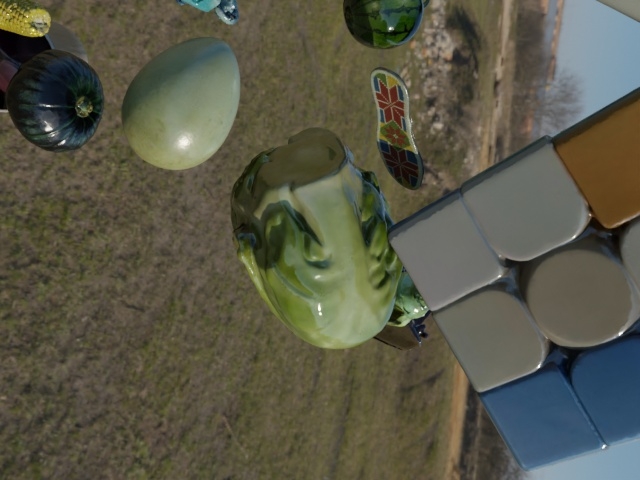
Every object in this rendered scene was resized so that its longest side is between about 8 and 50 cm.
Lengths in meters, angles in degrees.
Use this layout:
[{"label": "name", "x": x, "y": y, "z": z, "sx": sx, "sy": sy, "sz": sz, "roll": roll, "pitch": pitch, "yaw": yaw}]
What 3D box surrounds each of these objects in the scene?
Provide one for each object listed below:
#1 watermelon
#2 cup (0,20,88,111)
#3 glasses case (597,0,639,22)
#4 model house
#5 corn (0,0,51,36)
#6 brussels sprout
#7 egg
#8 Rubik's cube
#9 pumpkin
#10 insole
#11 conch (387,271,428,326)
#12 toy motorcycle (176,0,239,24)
[{"label": "watermelon", "x": 0.081, "y": -0.282, "z": 0.782, "sx": 0.109, "sy": 0.109, "sz": 0.109, "roll": 7, "pitch": 90, "yaw": -74}, {"label": "cup", "x": -0.687, "y": -0.384, "z": 1.424, "sx": 0.208, "sy": 0.288, "sz": 0.273, "roll": 57, "pitch": 7, "yaw": -14}, {"label": "glasses case", "x": 0.547, "y": -0.428, "z": 1.059, "sx": 0.083, "sy": 0.308, "sz": 0.128, "roll": -56, "pitch": 172, "yaw": -23}, {"label": "model house", "x": 0.162, "y": 0.128, "z": 1.356, "sx": 0.164, "sy": 0.203, "sz": 0.141, "roll": -46, "pitch": 141, "yaw": -34}, {"label": "corn", "x": -0.524, "y": -0.376, "z": 1.016, "sx": 0.067, "sy": 0.206, "sz": 0.067, "roll": -58, "pitch": 162, "yaw": -32}, {"label": "brussels sprout", "x": 0.000, "y": 0.000, "z": 0.938, "sx": 0.328, "sy": 0.247, "sz": 0.328, "roll": 60, "pitch": -10, "yaw": 18}, {"label": "egg", "x": -0.277, "y": -0.285, "z": 1.312, "sx": 0.295, "sy": 0.218, "sz": 0.218, "roll": -52, "pitch": 164, "yaw": 3}, {"label": "Rubik's cube", "x": 0.356, "y": 0.027, "z": 0.812, "sx": 0.346, "sy": 0.344, "sz": 0.347, "roll": -23, "pitch": 82, "yaw": -58}, {"label": "pumpkin", "x": -0.506, "y": -0.268, "z": 1.234, "sx": 0.202, "sy": 0.140, "sz": 0.202, "roll": 12, "pitch": 90, "yaw": -71}, {"label": "insole", "x": 0.090, "y": -0.124, "z": 0.748, "sx": 0.006, "sy": 0.065, "sz": 0.193, "roll": -49, "pitch": 148, "yaw": -21}, {"label": "conch", "x": 0.141, "y": 0.108, "z": 1.151, "sx": 0.201, "sy": 0.079, "sz": 0.095, "roll": -31, "pitch": -128, "yaw": 55}, {"label": "toy motorcycle", "x": -0.304, "y": -0.658, "z": 1.562, "sx": 0.260, "sy": 0.154, "sz": 0.206, "roll": 16, "pitch": 55, "yaw": -52}]
